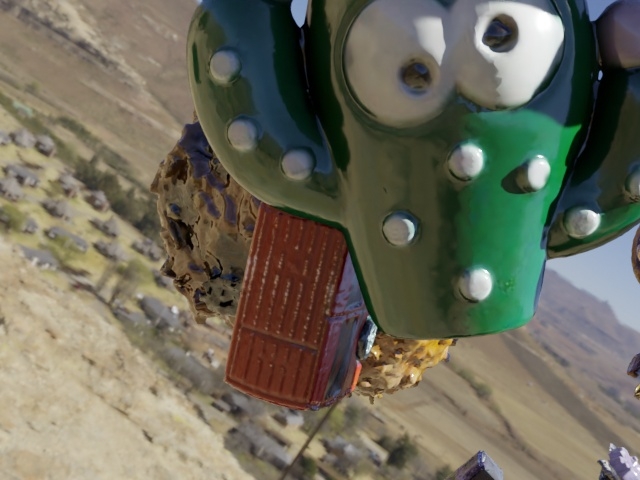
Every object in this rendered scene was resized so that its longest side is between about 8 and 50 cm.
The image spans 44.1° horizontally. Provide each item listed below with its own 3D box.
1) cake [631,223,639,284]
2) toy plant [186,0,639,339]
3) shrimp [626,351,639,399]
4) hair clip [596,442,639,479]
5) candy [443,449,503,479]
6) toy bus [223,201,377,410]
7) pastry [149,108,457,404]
[{"bbox_3d":[0.450,0.006,0.899,0.178,0.185,0.208,25,26,-40],"label":"cake"},{"bbox_3d":[0.061,-0.077,0.386,0.243,0.232,0.112,58,7,-4],"label":"toy plant"},{"bbox_3d":[0.459,0.169,1.081,0.162,0.045,0.095,-25,26,-30],"label":"shrimp"},{"bbox_3d":[0.337,0.295,0.829,0.106,0.084,0.292,53,15,1],"label":"hair clip"},{"bbox_3d":[0.182,0.484,1.365,0.061,0.312,0.088,49,12,7],"label":"candy"},{"bbox_3d":[0.000,0.000,0.482,0.081,0.195,0.089,16,8,16],"label":"toy bus"},{"bbox_3d":[-0.004,-0.003,0.883,0.405,0.292,0.337,38,-30,7],"label":"pastry"}]
